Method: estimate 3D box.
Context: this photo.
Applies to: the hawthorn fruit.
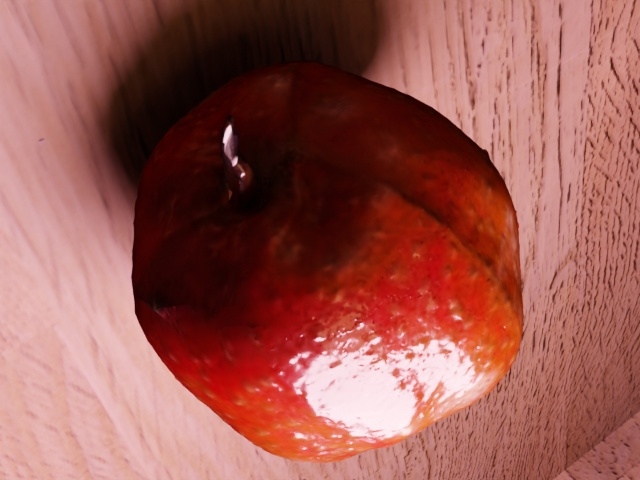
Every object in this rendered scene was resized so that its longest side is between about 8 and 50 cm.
[{"bbox_3d":[0.000,0.000,0.922,0.254,0.254,0.300,-38,151,-7],"label":"hawthorn fruit"}]
